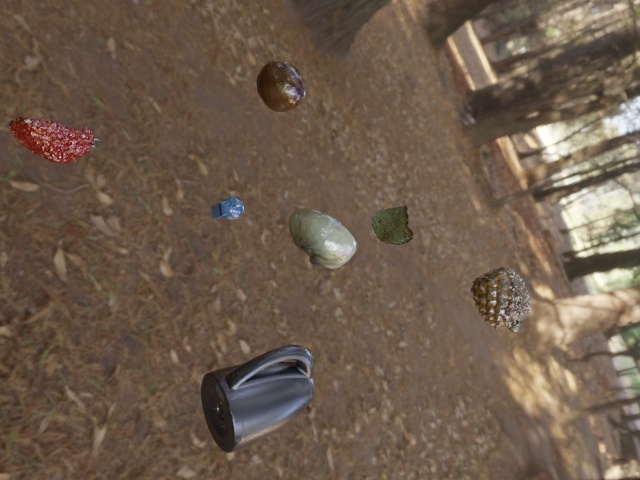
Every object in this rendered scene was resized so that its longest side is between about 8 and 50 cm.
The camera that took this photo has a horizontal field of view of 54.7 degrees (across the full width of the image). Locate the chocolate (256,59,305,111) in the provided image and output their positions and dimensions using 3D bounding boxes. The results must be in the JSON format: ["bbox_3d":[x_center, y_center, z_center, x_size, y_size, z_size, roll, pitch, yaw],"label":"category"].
[{"bbox_3d":[-0.119,-0.501,2.020,0.177,0.177,0.176,50,28,-39],"label":"chocolate"}]

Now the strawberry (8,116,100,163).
[{"bbox_3d":[-0.618,-0.218,1.392,0.208,0.167,0.087,-4,92,-66],"label":"strawberry"}]

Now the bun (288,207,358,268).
[{"bbox_3d":[0.000,-0.002,2.263,0.168,0.273,0.273,-52,130,-16],"label":"bun"}]

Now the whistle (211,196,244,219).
[{"bbox_3d":[-0.321,-0.111,2.194,0.090,0.158,0.090,5,81,-29],"label":"whistle"}]

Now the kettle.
[{"bbox_3d":[-0.141,0.392,1.628,0.290,0.268,0.207,-11,41,-30],"label":"kettle"}]

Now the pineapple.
[{"bbox_3d":[0.525,0.176,1.773,0.193,0.166,0.166,68,22,1],"label":"pineapple"}]

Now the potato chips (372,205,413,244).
[{"bbox_3d":[0.222,-0.052,1.891,0.026,0.142,0.209,51,-11,-34],"label":"potato chips"}]
